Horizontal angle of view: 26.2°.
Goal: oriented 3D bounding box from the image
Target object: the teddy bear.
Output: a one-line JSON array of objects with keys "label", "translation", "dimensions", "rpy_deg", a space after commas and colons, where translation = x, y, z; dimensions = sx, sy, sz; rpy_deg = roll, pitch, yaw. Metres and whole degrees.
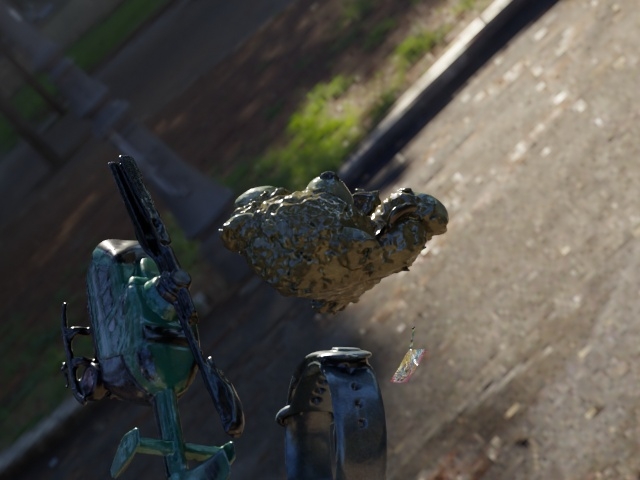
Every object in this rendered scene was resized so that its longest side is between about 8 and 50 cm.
[{"label": "teddy bear", "translation": [0.000, 0.000, 1.592], "dimensions": [0.256, 0.267, 0.156], "rpy_deg": [29, -115, -73]}]

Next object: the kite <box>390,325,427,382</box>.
[{"label": "kite", "translation": [0.082, 0.098, 1.207], "dimensions": [0.044, 0.002, 0.078], "rpy_deg": [-33, 24, 48]}]

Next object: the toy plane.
[{"label": "toy plane", "translation": [-0.148, 0.103, 1.213], "dimensions": [0.155, 0.106, 0.382], "rpy_deg": [-56, 36, 34]}]

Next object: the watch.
[{"label": "watch", "translation": [0.011, 0.198, 1.323], "dimensions": [0.206, 0.068, 0.193], "rpy_deg": [171, 99, -74]}]
